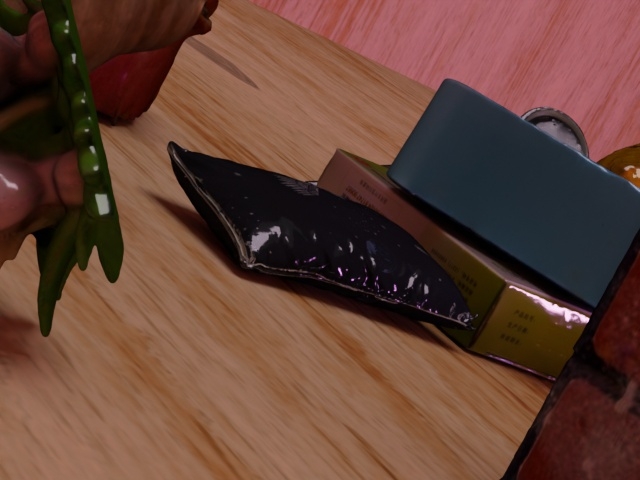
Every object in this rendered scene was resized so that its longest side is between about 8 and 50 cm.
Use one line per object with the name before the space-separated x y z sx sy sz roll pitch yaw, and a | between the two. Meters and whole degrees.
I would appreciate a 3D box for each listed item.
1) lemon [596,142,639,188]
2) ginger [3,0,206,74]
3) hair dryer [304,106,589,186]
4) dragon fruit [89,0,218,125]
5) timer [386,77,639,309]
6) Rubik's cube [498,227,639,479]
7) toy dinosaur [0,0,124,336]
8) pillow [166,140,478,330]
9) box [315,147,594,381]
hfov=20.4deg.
lemon | 0.309 0.012 1.579 0.188 0.188 0.256 38 -5 45
ginger | -0.221 -0.162 0.976 0.256 0.176 0.375 30 22 37
hair dryer | 0.087 -0.045 1.587 0.248 0.078 0.195 -1 -21 -26
dragon fruit | -0.209 -0.249 1.400 0.305 0.226 0.305 30 11 -6
timer | 0.194 -0.019 1.377 0.232 0.091 0.250 33 6 22
Rubik's cube | 0.364 0.092 0.884 0.337 0.344 0.344 19 15 -45
toy dinosaur | -0.176 -0.024 0.732 0.177 0.152 0.194 -11 4 -3
pillow | 0.000 0.000 1.204 0.208 0.055 0.141 19 22 -39
box | 0.122 0.026 1.380 0.175 0.062 0.260 22 13 -36
